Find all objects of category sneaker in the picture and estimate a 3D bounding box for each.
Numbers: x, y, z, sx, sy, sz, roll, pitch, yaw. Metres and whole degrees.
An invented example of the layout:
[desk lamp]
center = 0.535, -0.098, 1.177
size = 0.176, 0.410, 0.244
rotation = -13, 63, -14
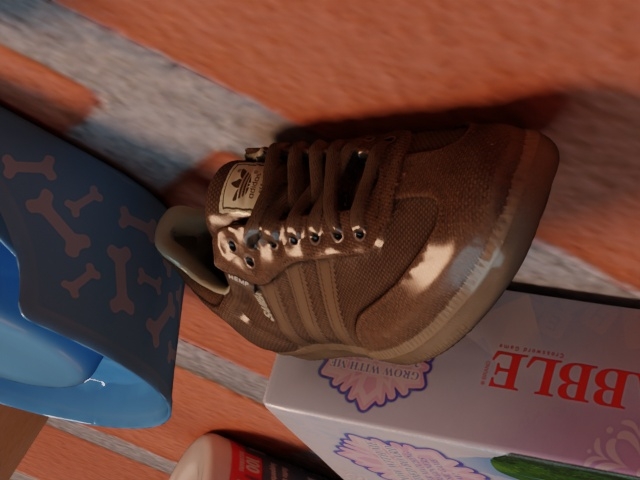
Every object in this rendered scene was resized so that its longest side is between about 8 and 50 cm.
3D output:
[sneaker]
center = 0.000, 0.000, 0.469
size = 0.071, 0.066, 0.188
rotation = 26, 158, -16

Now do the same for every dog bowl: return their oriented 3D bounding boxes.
[dog bowl]
center = -0.179, -0.017, 0.566
size = 0.297, 0.074, 0.166
rotation = 30, 156, -26

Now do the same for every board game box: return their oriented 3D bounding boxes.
[board game box]
center = 0.180, 0.123, 0.625
size = 0.318, 0.066, 0.318
rotation = 7, 157, 27

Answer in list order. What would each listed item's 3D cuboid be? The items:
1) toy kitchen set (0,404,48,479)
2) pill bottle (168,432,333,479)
[toy kitchen set]
center = -0.281, 0.065, 0.849
size = 0.166, 0.122, 0.207
rotation = 9, 137, 24
[pill bottle]
center = -0.009, 0.197, 0.913
size = 0.180, 0.108, 0.108
rotation = 23, 159, -15
